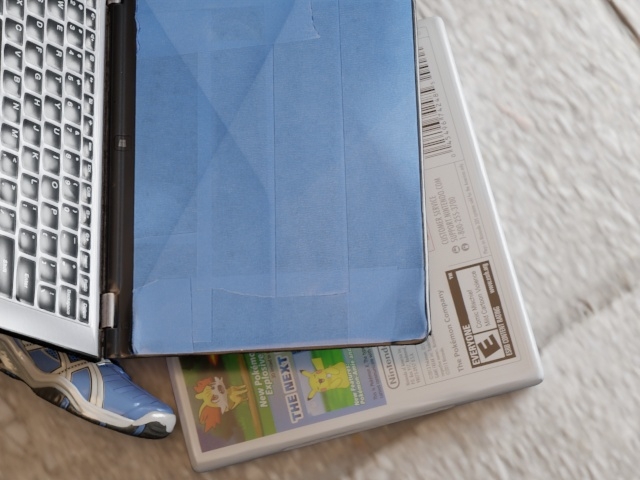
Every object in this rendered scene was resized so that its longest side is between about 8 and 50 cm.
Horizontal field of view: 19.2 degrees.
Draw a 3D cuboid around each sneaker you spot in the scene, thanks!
[{"bbox_3d":[-0.207,0.094,1.556,0.211,0.080,0.081,30,83,9],"label":"sneaker"}]

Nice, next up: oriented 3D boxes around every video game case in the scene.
[{"bbox_3d":[0.000,0.000,1.591,0.300,0.036,0.329,-15,77,0],"label":"video game case"}]

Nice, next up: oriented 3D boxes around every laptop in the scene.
[{"bbox_3d":[-0.134,-0.120,1.489,0.236,0.408,0.382,-18,63,35],"label":"laptop"}]
